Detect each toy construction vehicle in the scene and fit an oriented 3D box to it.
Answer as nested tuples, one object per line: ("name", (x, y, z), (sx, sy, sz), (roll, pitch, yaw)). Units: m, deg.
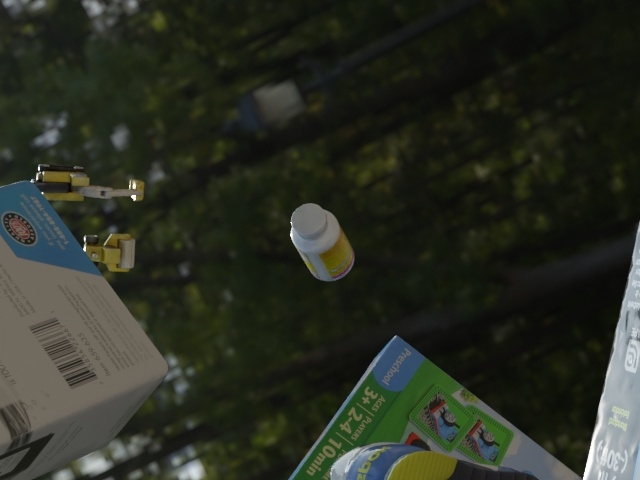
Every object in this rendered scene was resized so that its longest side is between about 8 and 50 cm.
("toy construction vehicle", (-0.180, -0.009, 1.327), (0.035, 0.098, 0.086), (-132, 49, -73))

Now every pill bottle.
("pill bottle", (0.000, 0.000, 1.593), (0.083, 0.043, 0.043), (61, -171, -59))

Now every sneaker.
("sneaker", (0.063, 0.130, 0.901), (0.144, 0.059, 0.053), (30, -108, -42))

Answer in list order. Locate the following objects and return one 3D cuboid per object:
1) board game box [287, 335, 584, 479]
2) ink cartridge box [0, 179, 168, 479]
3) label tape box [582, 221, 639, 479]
("board game box", (0.082, 0.177, 1.035), (0.211, 0.039, 0.160), (38, -126, 1))
("ink cartridge box", (-0.157, 0.050, 0.689), (0.180, 0.060, 0.104), (-20, -112, -51))
("label tape box", (0.288, 0.154, 1.277), (0.249, 0.115, 0.348), (-167, 91, -74))
